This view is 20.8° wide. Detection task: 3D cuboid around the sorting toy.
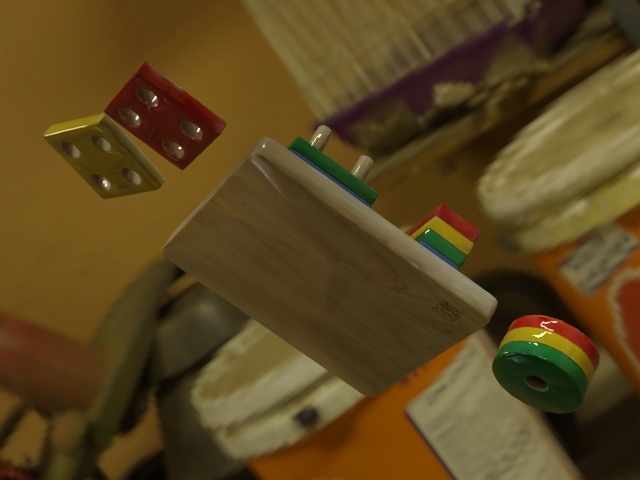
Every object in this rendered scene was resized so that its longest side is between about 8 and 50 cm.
[{"bbox_3d":[0.000,0.000,0.840,0.046,0.274,0.132,-60,10,-31],"label":"sorting toy"}]
